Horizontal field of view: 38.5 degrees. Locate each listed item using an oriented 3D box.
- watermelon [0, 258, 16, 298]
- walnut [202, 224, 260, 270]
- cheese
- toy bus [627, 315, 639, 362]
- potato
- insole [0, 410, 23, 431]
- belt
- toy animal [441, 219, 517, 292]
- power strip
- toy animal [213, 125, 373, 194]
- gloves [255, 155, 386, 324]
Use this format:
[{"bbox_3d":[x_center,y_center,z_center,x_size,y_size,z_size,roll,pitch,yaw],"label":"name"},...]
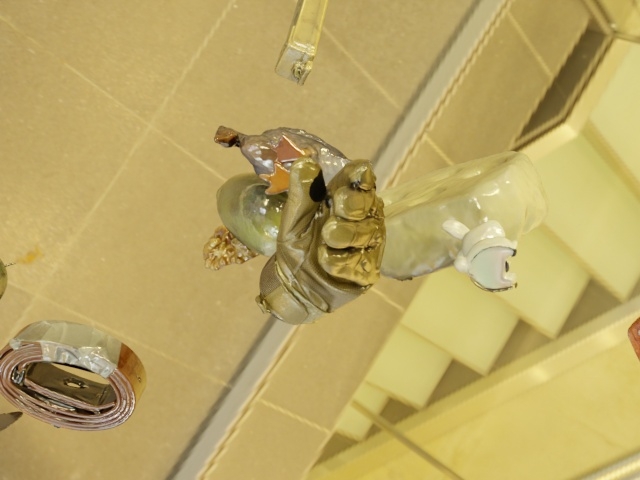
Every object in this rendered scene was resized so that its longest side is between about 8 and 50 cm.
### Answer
[{"bbox_3d":[-0.495,0.052,1.315,0.133,0.105,0.105,-20,125,-51],"label":"watermelon"},{"bbox_3d":[-0.184,0.003,1.989,0.069,0.170,0.143,60,32,-26],"label":"walnut"},{"bbox_3d":[0.193,-0.039,1.401,0.318,0.326,0.115,-23,98,-6],"label":"cheese"},{"bbox_3d":[0.584,0.111,1.030,0.427,0.203,0.233,-5,147,-24],"label":"toy bus"},{"bbox_3d":[-0.120,-0.060,1.838,0.159,0.251,0.174,-26,121,-33],"label":"potato"},{"bbox_3d":[-0.614,0.327,1.489,0.007,0.327,0.111,67,21,-10],"label":"insole"},{"bbox_3d":[-0.448,0.241,1.650,0.105,0.261,0.184,-74,-173,-68],"label":"belt"},{"bbox_3d":[0.207,0.016,1.164,0.085,0.124,0.071,-17,111,9],"label":"toy animal"},{"bbox_3d":[-0.016,-0.321,1.293,0.044,0.305,0.064,21,138,-12],"label":"power strip"},{"bbox_3d":[-0.050,-0.144,1.672,0.298,0.185,0.122,12,97,-9],"label":"toy animal"},{"bbox_3d":[0.014,-0.001,1.200,0.141,0.154,0.331,-3,152,-24],"label":"gloves"}]
